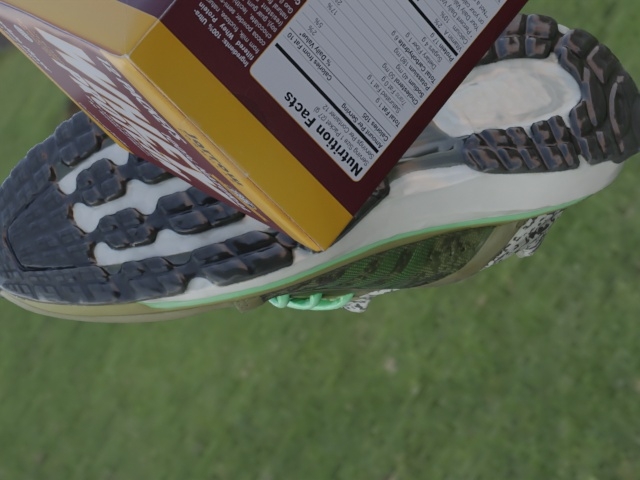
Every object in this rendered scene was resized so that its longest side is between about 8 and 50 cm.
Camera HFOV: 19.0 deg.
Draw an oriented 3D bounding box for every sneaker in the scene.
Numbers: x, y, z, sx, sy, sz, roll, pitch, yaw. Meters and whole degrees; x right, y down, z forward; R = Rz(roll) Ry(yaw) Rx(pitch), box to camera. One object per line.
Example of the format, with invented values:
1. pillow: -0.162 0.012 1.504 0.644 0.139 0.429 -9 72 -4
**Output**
1. sneaker: 0.000 0.000 1.155 0.182 0.410 0.158 100 152 -49

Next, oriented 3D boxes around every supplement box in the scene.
1. supplement box: -0.025 -0.129 0.829 0.194 0.129 0.191 -51 35 -8
